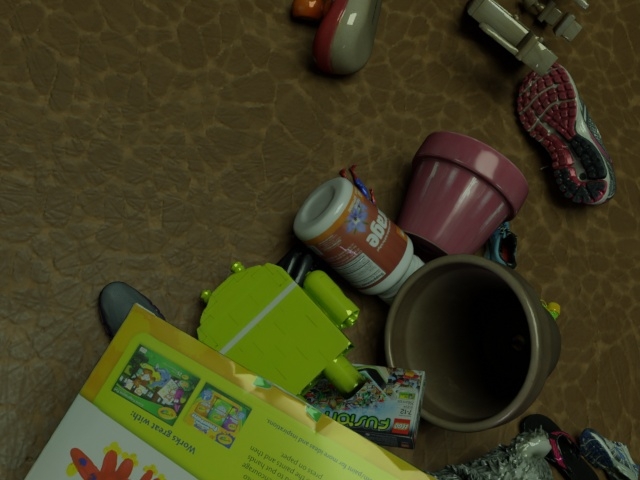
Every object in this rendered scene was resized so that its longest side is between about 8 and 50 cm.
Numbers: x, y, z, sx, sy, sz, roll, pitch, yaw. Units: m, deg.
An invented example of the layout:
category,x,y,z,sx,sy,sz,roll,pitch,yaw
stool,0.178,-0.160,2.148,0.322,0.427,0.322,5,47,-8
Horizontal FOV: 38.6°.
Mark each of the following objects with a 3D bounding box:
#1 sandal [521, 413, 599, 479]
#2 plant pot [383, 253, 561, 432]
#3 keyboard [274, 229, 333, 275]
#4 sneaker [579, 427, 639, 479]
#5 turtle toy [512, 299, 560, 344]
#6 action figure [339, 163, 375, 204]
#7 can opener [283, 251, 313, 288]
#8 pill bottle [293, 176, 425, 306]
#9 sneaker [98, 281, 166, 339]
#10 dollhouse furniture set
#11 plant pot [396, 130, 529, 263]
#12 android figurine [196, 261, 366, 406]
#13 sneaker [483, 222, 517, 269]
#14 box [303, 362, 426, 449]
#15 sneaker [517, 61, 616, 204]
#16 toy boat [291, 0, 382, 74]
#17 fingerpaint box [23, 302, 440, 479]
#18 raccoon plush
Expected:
category,x,y,z,sx,sy,sz,roll,pitch,yaw
sandal,0.411,0.357,1.530,0.179,0.040,0.067,46,60,-1
plant pot,0.264,0.159,1.434,0.229,0.263,0.263,7,63,-54
keyboard,0.000,0.000,1.496,0.100,0.038,0.192,45,59,-1
sneaker,0.497,0.366,1.566,0.135,0.052,0.058,48,49,-8
turtle toy,0.352,0.140,1.576,0.130,0.066,0.095,26,60,-12
action figure,0.073,-0.075,1.564,0.038,0.030,0.115,-21,81,-34
can opener,-0.058,0.103,1.418,0.073,0.059,0.186,44,56,-55
pill bottle,0.069,0.008,1.456,0.216,0.121,0.121,41,58,-25
sneaker,-0.233,0.145,1.300,0.083,0.098,0.224,-32,85,-30
dollhouse furniture set,0.452,-0.521,1.712,0.173,0.356,0.303,36,21,-8
plant pot,0.221,-0.054,1.536,0.201,0.201,0.180,34,76,-8
android figurine,-0.067,0.148,1.331,0.248,0.056,0.273,-45,71,-1
sneaker,0.325,-0.010,1.620,0.063,0.073,0.162,4,68,-22
box,0.045,0.238,1.347,0.206,0.036,0.114,4,51,15
sneaker,0.472,-0.201,1.752,0.112,0.120,0.299,5,64,-54
toy boat,0.022,-0.407,1.628,0.151,0.151,0.231,7,63,12
fingerpaint box,-0.128,0.354,1.125,0.444,0.163,0.371,29,76,5
raccoon plush,0.155,0.344,1.342,0.446,0.216,0.299,38,52,-5
